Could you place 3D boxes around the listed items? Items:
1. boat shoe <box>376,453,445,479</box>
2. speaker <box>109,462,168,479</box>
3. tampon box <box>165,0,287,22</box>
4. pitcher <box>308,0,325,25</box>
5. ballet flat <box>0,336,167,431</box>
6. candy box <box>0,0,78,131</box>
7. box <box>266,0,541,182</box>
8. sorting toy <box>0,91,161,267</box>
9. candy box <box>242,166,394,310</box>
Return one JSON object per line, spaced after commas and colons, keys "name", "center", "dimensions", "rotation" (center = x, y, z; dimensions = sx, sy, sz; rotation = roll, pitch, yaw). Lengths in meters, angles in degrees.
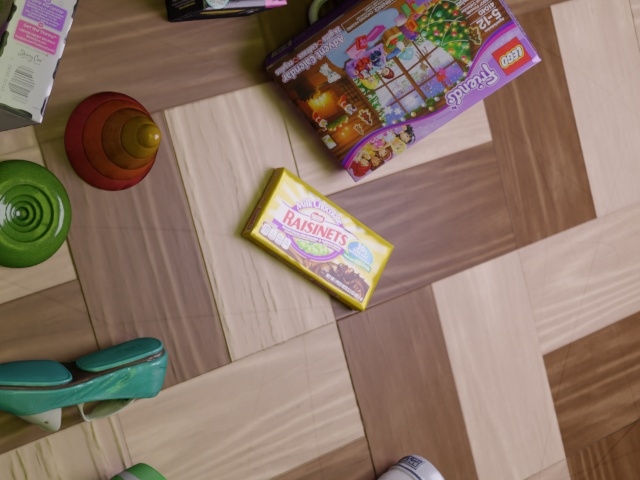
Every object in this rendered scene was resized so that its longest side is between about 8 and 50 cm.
{"name": "boat shoe", "center": [0.150, 0.485, 1.732], "dimensions": [0.156, 0.136, 0.367], "rotation": [-30, 102, -28]}
{"name": "speaker", "center": [-0.284, 0.391, 1.466], "dimensions": [0.296, 0.131, 0.131], "rotation": [-40, 110, -25]}
{"name": "tampon box", "center": [-0.125, -0.358, 1.578], "dimensions": [0.120, 0.101, 0.161], "rotation": [-12, 96, -31]}
{"name": "pitcher", "center": [0.102, -0.287, 1.721], "dimensions": [0.178, 0.125, 0.207], "rotation": [-40, 108, 4]}
{"name": "ballet flat", "center": [-0.291, 0.177, 1.493], "dimensions": [0.247, 0.083, 0.087], "rotation": [-9, 109, -30]}
{"name": "candy box", "center": [-0.337, -0.225, 1.410], "dimensions": [0.070, 0.165, 0.196], "rotation": [20, 80, -31]}
{"name": "box", "center": [0.105, -0.235, 1.648], "dimensions": [0.293, 0.057, 0.201], "rotation": [-34, 112, 15]}
{"name": "sorting toy", "center": [-0.305, -0.046, 1.454], "dimensions": [0.365, 0.126, 0.127], "rotation": [-42, 111, -26]}
{"name": "candy box", "center": [0.000, 0.000, 1.701], "dimensions": [0.206, 0.027, 0.105], "rotation": [34, 69, -27]}
